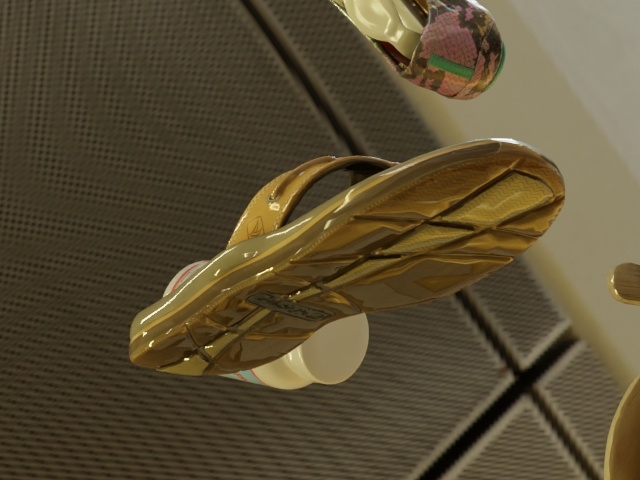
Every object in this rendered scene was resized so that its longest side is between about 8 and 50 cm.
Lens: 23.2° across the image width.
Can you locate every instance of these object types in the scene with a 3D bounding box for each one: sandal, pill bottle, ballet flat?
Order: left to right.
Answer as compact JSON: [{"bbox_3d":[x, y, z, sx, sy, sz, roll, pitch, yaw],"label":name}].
[{"bbox_3d":[-0.042,0.064,1.161,0.087,0.160,0.087,-5,-82,-41],"label":"pill bottle"},{"bbox_3d":[0.000,0.000,0.552,0.072,0.180,0.049,23,-129,-45],"label":"sandal"},{"bbox_3d":[0.039,-0.160,0.995,0.079,0.221,0.077,15,-65,-34],"label":"ballet flat"}]

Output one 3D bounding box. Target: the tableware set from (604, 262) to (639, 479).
[{"bbox_3d":[0.174,0.073,0.447,0.194,0.039,0.128,8,-106,-18],"label":"tableware set"}]
